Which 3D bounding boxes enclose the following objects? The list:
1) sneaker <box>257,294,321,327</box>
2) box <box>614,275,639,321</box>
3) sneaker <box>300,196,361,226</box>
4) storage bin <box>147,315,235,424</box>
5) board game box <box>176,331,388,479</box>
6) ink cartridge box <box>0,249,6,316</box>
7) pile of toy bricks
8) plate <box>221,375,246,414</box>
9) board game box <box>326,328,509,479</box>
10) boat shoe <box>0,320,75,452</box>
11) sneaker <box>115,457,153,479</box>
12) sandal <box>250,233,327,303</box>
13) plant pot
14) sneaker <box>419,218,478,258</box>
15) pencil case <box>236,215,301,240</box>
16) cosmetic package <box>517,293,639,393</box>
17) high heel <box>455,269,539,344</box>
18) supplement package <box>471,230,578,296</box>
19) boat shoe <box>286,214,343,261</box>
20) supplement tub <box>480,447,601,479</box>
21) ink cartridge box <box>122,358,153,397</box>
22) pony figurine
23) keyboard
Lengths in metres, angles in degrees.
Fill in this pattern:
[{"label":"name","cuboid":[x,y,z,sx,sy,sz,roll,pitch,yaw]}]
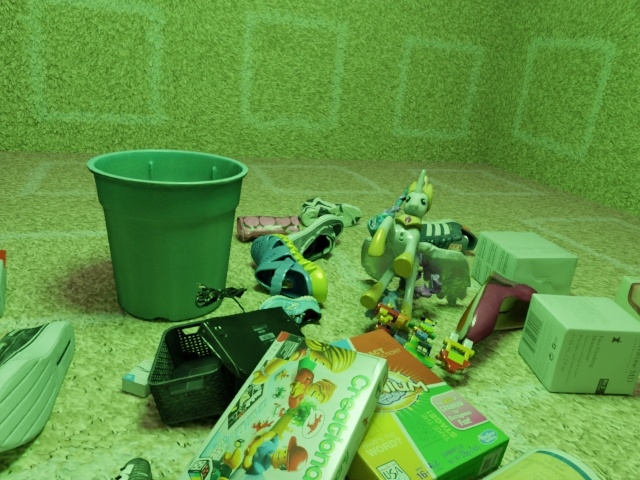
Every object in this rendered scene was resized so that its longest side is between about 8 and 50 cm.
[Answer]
[{"label":"sneaker","cuboid":[-0.068,0.166,1.127,0.162,0.064,0.073,-5,26,-26]},{"label":"box","cuboid":[0.854,0.195,1.209,0.148,0.127,0.232,6,20,2]},{"label":"sneaker","cuboid":[0.029,-0.119,1.882,0.234,0.094,0.153,-9,32,-11]},{"label":"storage bin","cuboid":[-0.219,0.221,0.864,0.121,0.085,0.180,-12,21,-3]},{"label":"board game box","cuboid":[-0.044,0.272,0.702,0.192,0.053,0.305,9,39,25]},{"label":"ink cartridge box","cuboid":[-0.895,0.073,1.113,0.307,0.091,0.385,-6,24,-29]},{"label":"pile of toy bricks","cuboid":[0.193,0.225,1.015,0.212,0.118,0.105,26,52,8]},{"label":"plate","cuboid":[-0.120,0.262,0.907,0.188,0.024,0.188,5,21,-2]},{"label":"board game box","cuboid":[0.106,0.282,0.820,0.242,0.064,0.316,-8,29,-33]},{"label":"boat shoe","cuboid":[-0.498,0.230,0.790,0.119,0.121,0.335,-6,11,-10]},{"label":"sneaker","cuboid":[-0.197,0.355,0.565,0.106,0.078,0.234,4,24,-14]},{"label":"sandal","cuboid":[-0.115,0.073,1.292,0.138,0.126,0.317,-12,25,-30]},{"label":"plant pot","cuboid":[-0.346,-0.016,1.151,0.340,0.335,0.341,4,20,-2]},{"label":"sneaker","cuboid":[0.382,0.012,1.584,0.349,0.131,0.148,-17,37,-39]},{"label":"pencil case","cuboid":[-0.171,-0.040,1.627,0.209,0.095,0.098,-2,37,-16]},{"label":"cosmetic package","cuboid":[0.547,0.215,1.034,0.183,0.152,0.151,3,20,-4]},{"label":"high heel","cuboid":[0.440,0.180,1.144,0.181,0.127,0.377,34,33,18]},{"label":"supplement package","cuboid":[0.580,0.077,1.421,0.194,0.150,0.203,1,21,-13]},{"label":"boat shoe","cuboid":[0.000,0.000,1.537,0.102,0.108,0.301,19,26,32]},{"label":"supplement tub","cuboid":[0.243,0.351,0.587,0.199,0.145,0.144,-9,24,-33]},{"label":"ink cartridge box","cuboid":[-0.313,0.244,0.893,0.048,0.028,0.083,11,20,14]},{"label":"pony figurine","cuboid":[0.212,0.050,1.203,0.302,0.351,0.363,9,39,20]},{"label":"keyboard","cuboid":[-0.133,0.160,0.930,0.202,0.033,0.317,50,12,16]}]
